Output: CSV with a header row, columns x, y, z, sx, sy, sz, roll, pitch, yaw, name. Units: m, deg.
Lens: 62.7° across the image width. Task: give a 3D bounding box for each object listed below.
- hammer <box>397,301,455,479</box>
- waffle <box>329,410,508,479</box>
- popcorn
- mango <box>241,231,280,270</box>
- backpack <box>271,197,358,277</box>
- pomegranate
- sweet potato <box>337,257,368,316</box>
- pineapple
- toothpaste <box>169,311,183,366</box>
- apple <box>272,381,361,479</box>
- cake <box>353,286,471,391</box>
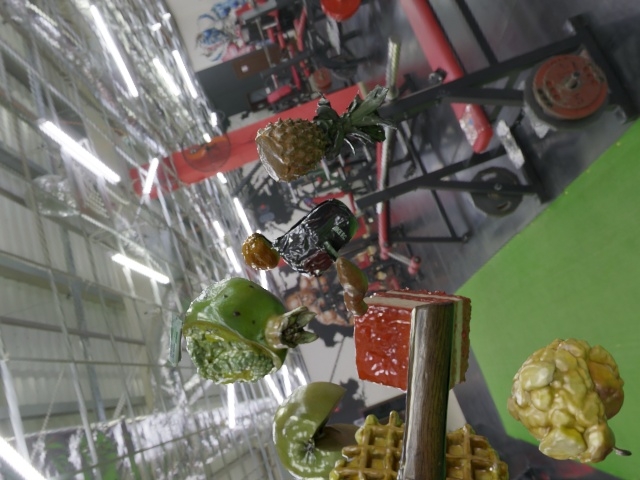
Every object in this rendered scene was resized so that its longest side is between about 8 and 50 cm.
x,y,z,sx,sy,sz,roll,pitch,yaw,name
0.141,0.270,0.729,0.095,0.242,0.409,80,-162,-62,hammer
0.171,0.401,0.872,0.300,0.281,0.058,17,130,32,waffle
0.363,0.234,0.795,0.194,0.163,0.140,-57,-5,-40,popcorn
-0.187,0.031,1.589,0.159,0.105,0.084,59,-175,-44,mango
0.000,-0.002,1.039,0.106,0.165,0.120,54,-172,26,backpack
-0.165,0.211,1.236,0.260,0.340,0.261,-10,-90,-67,pomegranate
0.069,0.093,1.058,0.202,0.058,0.055,71,-170,-47,sweet potato
0.022,-0.195,0.969,0.130,0.277,0.119,45,148,27,pineapple
-0.484,0.339,1.762,0.064,0.041,0.218,34,127,35,toothpaste
-0.003,0.572,1.566,0.292,0.291,0.254,70,-165,5,apple
0.269,0.293,1.564,0.319,0.269,0.270,-1,-87,-54,cake
